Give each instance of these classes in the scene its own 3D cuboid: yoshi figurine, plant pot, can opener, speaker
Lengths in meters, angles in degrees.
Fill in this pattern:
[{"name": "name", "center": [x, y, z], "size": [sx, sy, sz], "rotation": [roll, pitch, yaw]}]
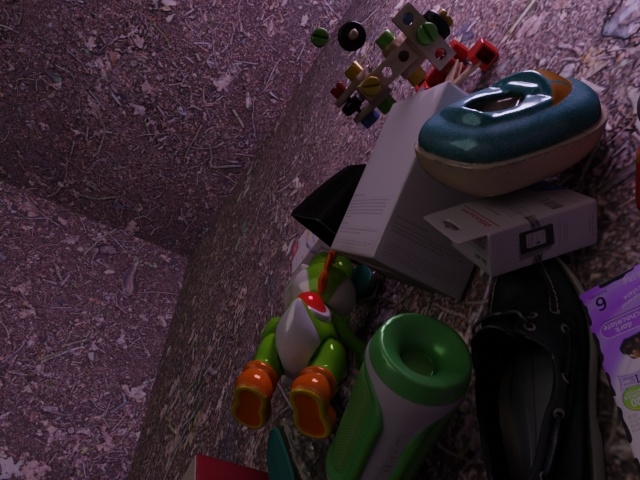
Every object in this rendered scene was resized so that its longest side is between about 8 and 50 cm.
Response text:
[{"name": "yoshi figurine", "center": [-0.013, 0.172, 0.844], "size": [0.203, 0.203, 0.362], "rotation": [-39, 15, 34]}, {"name": "plant pot", "center": [0.078, -0.058, 1.036], "size": [0.167, 0.187, 0.188], "rotation": [-54, 20, -8]}, {"name": "can opener", "center": [0.030, 0.323, 0.877], "size": [0.059, 0.073, 0.186], "rotation": [-56, 31, 0]}, {"name": "speaker", "center": [0.089, 0.234, 0.625], "size": [0.131, 0.131, 0.297], "rotation": [-95, 15, -52]}]

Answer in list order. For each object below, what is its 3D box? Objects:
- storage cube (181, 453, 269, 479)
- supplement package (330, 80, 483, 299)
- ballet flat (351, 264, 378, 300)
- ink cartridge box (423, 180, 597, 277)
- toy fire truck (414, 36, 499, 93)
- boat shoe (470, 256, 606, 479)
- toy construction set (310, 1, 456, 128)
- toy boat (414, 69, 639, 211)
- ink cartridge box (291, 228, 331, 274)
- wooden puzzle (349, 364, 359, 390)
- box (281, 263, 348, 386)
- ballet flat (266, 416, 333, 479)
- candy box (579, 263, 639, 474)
[{"name": "storage cube", "center": [-0.190, 0.565, 0.932], "size": [0.184, 0.193, 0.215], "rotation": [-59, 21, 15]}, {"name": "supplement package", "center": [0.175, -0.078, 0.813], "size": [0.293, 0.175, 0.177], "rotation": [-66, 19, -4]}, {"name": "ballet flat", "center": [0.075, 0.093, 1.003], "size": [0.203, 0.074, 0.074], "rotation": [-22, 47, 59]}, {"name": "ink cartridge box", "center": [0.234, -0.014, 0.615], "size": [0.104, 0.180, 0.060], "rotation": [-121, 15, -65]}, {"name": "toy fire truck", "center": [0.284, -0.361, 1.049], "size": [0.192, 0.047, 0.135], "rotation": [-49, 28, 37]}, {"name": "boat shoe", "center": [0.224, 0.135, 0.550], "size": [0.127, 0.113, 0.340], "rotation": [-35, 36, 52]}, {"name": "toy construction set", "center": [0.155, -0.301, 0.939], "size": [0.257, 0.309, 0.237], "rotation": [-20, 15, -1]}, {"name": "toy boat", "center": [0.288, -0.140, 0.587], "size": [0.267, 0.148, 0.318], "rotation": [-27, 32, -22]}, {"name": "ink cartridge box", "center": [0.000, 0.000, 1.283], "size": [0.198, 0.067, 0.115], "rotation": [-53, 24, 28]}, {"name": "wooden puzzle", "center": [0.074, 0.257, 0.911], "size": [0.049, 0.006, 0.083], "rotation": [-15, 53, 63]}, {"name": "box", "center": [-0.017, 0.187, 1.059], "size": [0.094, 0.113, 0.275], "rotation": [-51, 24, 32]}, {"name": "ballet flat", "center": [0.004, 0.410, 0.720], "size": [0.147, 0.147, 0.409], "rotation": [-60, 17, 11]}, {"name": "candy box", "center": [0.331, 0.099, 0.400], "size": [0.165, 0.070, 0.196], "rotation": [-45, 28, 41]}]
